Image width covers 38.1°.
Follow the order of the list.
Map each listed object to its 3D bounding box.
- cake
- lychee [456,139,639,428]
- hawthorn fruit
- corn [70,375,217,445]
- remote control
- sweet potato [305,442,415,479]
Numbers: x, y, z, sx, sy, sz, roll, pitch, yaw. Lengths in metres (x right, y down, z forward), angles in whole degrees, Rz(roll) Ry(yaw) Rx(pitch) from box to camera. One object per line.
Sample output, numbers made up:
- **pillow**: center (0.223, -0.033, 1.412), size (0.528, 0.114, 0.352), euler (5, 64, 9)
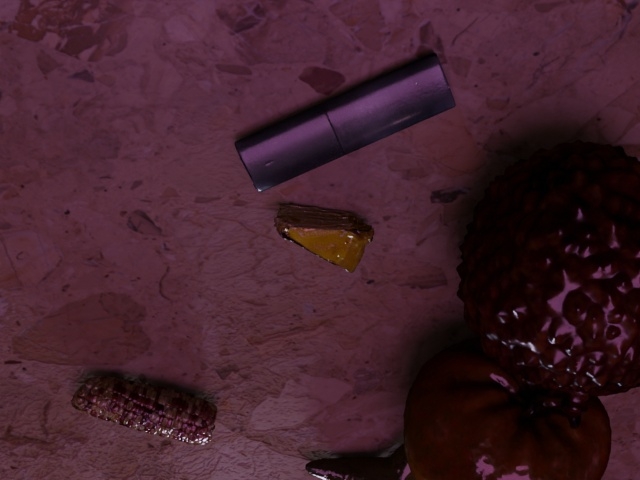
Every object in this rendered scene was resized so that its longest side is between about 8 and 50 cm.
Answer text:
- **cake**: center (-0.001, -0.003, 1.706), size (0.184, 0.080, 0.116), euler (-3, 133, -16)
- **lychee**: center (0.438, 0.081, 1.580), size (0.424, 0.424, 0.500), euler (-2, 92, -5)
- **hawthorn fruit**: center (0.335, 0.390, 1.801), size (0.402, 0.403, 0.403), euler (-3, 120, -5)
- **corn**: center (-0.345, 0.333, 1.835), size (0.289, 0.098, 0.098), euler (16, 116, -11)
- **remote control**: center (0.042, -0.201, 1.603), size (0.377, 0.044, 0.107), euler (-23, 115, 6)
- **sweet potato**: center (0.132, 0.486, 1.974), size (0.310, 0.098, 0.124), euler (-16, 98, 5)
